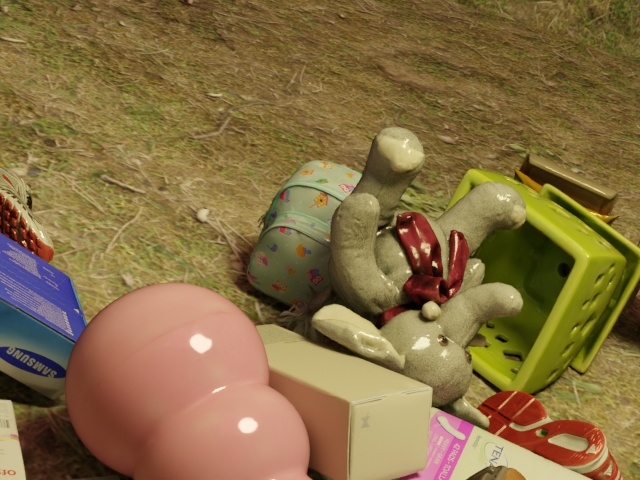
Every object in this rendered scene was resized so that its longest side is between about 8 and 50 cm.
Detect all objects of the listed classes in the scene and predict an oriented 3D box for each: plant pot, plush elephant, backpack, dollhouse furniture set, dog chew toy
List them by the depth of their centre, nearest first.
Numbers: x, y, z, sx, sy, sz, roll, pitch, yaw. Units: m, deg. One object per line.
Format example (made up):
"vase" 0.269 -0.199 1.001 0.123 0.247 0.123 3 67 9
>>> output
"dog chew toy" -0.106 0.202 1.301 0.207 0.206 0.332 -12 57 -45
"plush elephant" 0.117 0.076 1.545 0.272 0.330 0.255 33 15 -46
"backpack" 0.000 0.000 1.724 0.166 0.188 0.144 27 29 13
"plant pot" 0.288 0.051 1.791 0.207 0.228 0.227 -2 34 -45
"dollhouse furniture set" 0.382 0.029 1.924 0.301 0.197 0.151 25 38 10

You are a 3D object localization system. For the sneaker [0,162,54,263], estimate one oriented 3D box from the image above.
"sneaker" -0.389 -0.044 1.661 0.093 0.088 0.225 -6 38 -42

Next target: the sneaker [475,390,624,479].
"sneaker" 0.271 0.262 1.574 0.087 0.128 0.221 -39 26 -14

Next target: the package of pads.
"package of pads" 0.168 0.313 1.370 0.229 0.101 0.296 24 29 9

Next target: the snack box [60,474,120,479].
"snack box" -0.193 0.291 1.261 0.064 0.022 0.178 2 33 -33

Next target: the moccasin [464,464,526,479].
"moccasin" 0.127 0.365 1.130 0.147 0.139 0.380 29 46 -12

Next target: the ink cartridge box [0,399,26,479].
"ink cartridge box" -0.337 0.209 1.282 0.088 0.052 0.122 6 30 -24

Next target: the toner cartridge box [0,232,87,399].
"toner cartridge box" -0.397 0.021 1.379 0.348 0.075 0.165 37 12 -34

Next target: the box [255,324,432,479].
"box" -0.013 0.168 1.416 0.113 0.094 0.275 -6 14 -36
